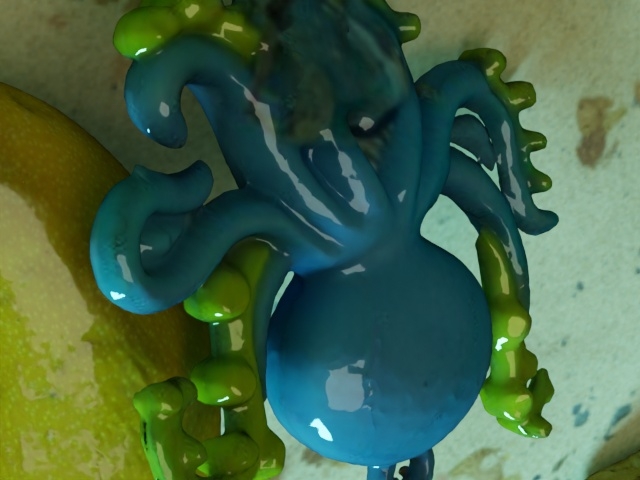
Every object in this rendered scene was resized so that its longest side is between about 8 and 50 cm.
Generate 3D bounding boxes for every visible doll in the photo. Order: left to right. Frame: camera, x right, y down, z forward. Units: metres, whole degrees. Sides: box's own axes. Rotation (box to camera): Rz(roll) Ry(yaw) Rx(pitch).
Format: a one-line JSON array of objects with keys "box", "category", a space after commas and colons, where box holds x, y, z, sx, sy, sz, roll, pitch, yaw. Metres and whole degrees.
[{"box": [0.000, 0.000, 1.087, 0.346, 0.099, 0.341, -28, 107, -42], "category": "doll"}]

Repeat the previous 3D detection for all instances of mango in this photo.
[{"box": [-0.147, 0.071, 1.068, 0.187, 0.144, 0.359, -17, 121, -20], "category": "mango"}]

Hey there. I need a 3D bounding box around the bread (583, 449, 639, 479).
[{"box": [0.242, 0.240, 1.397, 0.114, 0.083, 0.211, -26, 128, -17], "category": "bread"}]
